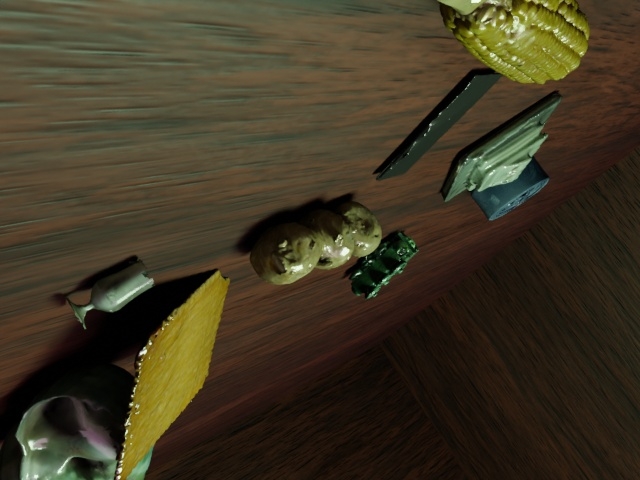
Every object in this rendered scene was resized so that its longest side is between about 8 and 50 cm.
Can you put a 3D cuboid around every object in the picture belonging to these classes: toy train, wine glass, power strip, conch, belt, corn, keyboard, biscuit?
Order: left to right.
[{"bbox_3d":[-0.323,0.272,0.900,0.277,0.195,0.220,-17,144,32],"label":"conch"},{"bbox_3d":[-0.206,0.051,0.677,0.083,0.039,0.042,-33,162,-20],"label":"wine glass"},{"bbox_3d":[-0.179,0.157,0.861,0.237,0.013,0.232,-52,161,-61],"label":"biscuit"},{"bbox_3d":[0.126,0.047,1.362,0.111,0.071,0.170,-32,168,-48],"label":"toy train"},{"bbox_3d":[0.146,-0.143,0.869,0.074,0.015,0.196,-24,164,-48],"label":"keyboard"},{"bbox_3d":[0.316,-0.138,1.166,0.213,0.064,0.198,-33,166,-7],"label":"power strip"},{"bbox_3d":[0.372,-0.107,1.358,0.141,0.082,0.190,-33,169,7],"label":"belt"},{"bbox_3d":[0.173,-0.193,0.598,0.097,0.097,0.262,-41,164,26],"label":"corn"}]

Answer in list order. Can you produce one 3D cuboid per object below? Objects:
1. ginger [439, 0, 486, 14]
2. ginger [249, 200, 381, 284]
[{"bbox_3d":[0.116,-0.229,0.381,0.193,0.115,0.122,-55,177,38],"label":"ginger"},{"bbox_3d":[0.000,0.000,0.883,0.204,0.080,0.104,-20,175,-37],"label":"ginger"}]
